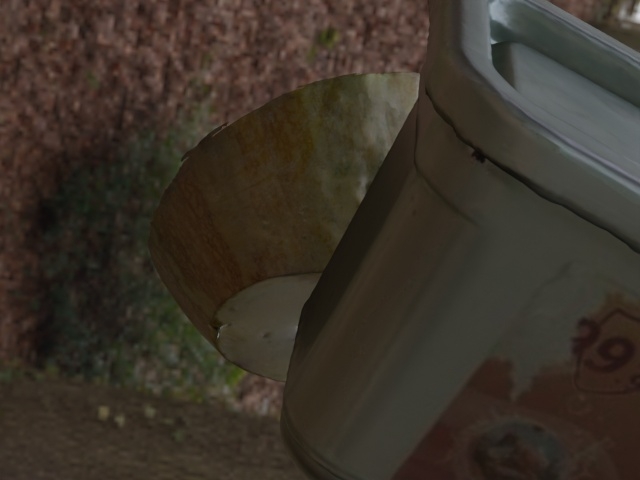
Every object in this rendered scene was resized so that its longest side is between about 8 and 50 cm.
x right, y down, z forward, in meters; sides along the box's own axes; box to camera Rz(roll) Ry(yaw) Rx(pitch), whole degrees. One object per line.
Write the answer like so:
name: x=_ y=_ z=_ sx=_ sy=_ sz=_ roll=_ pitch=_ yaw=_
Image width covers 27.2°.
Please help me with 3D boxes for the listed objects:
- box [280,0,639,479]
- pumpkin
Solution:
box: x=0.141 y=0.054 z=0.530 sx=0.182 sy=0.312 sz=0.175 roll=-59 pitch=-171 yaw=26
pumpkin: x=0.012 y=0.012 z=0.787 sx=0.217 sy=0.217 sz=0.110 roll=115 pitch=-38 yaw=-52
